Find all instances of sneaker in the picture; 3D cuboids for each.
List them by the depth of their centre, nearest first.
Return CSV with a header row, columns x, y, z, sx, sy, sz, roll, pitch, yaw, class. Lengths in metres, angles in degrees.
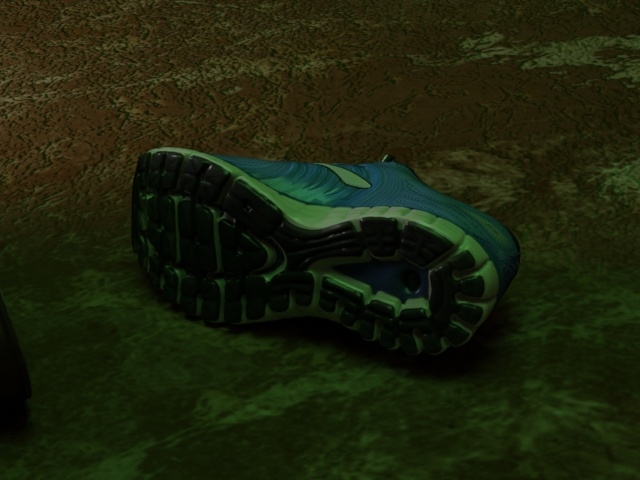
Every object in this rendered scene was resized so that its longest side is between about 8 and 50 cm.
x,y,z,sx,sy,sz,roll,pitch,yaw,class
0.000,0.000,1.300,0.330,0.130,0.147,16,19,26,sneaker

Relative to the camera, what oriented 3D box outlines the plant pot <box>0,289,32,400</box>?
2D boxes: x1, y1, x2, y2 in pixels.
x,y,z,sx,sy,sz,roll,pitch,yaw,class
-0.305,0.063,1.164,0.165,0.167,0.167,-23,33,-17,plant pot
